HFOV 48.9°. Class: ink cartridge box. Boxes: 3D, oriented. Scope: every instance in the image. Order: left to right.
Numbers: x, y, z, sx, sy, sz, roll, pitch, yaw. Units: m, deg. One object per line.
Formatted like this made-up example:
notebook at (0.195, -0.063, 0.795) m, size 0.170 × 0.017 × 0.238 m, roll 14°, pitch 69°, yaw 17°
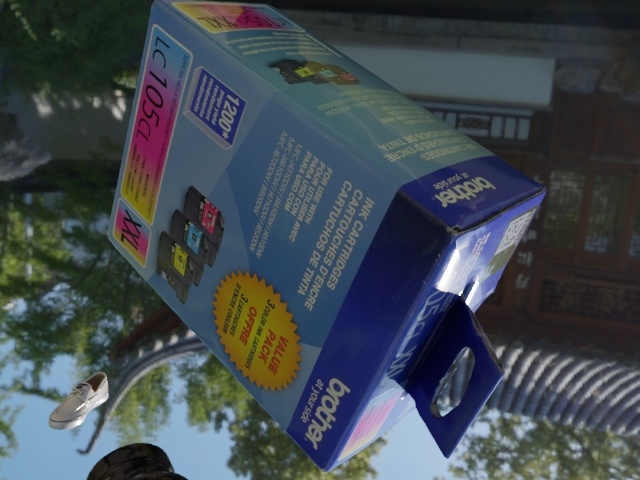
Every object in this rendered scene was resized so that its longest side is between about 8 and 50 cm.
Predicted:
ink cartridge box at (0.000, 0.000, 0.613) m, size 0.395 × 0.270 × 0.151 m, roll 39°, pitch -142°, yaw 25°

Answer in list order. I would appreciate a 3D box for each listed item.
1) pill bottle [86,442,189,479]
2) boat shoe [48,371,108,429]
pill bottle at (-0.161, 0.310, 0.692) m, size 0.122 × 0.123 × 0.219 m, roll 0°, pitch -151°, yaw -33°
boat shoe at (-0.264, 0.173, 0.774) m, size 0.035 × 0.035 × 0.100 m, roll 10°, pitch -166°, yaw 13°
